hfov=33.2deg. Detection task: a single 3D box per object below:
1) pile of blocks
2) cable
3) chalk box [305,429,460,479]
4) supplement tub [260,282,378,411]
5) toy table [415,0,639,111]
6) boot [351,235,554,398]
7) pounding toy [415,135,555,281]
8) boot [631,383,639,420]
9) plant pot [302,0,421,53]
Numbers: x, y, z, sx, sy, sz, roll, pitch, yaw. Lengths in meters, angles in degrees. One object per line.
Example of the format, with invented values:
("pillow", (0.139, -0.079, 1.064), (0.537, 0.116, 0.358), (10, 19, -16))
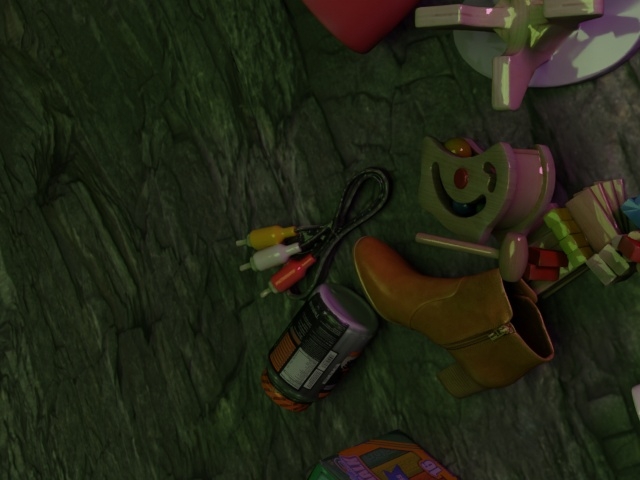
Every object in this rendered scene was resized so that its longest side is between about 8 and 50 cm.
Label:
("pile of blocks", (0.396, -0.010, 1.391), (0.362, 0.113, 0.149), (-10, 88, 33))
("cable", (0.000, 0.000, 1.673), (0.287, 0.072, 0.139), (-31, 82, 30))
("chalk box", (0.063, 0.414, 1.528), (0.180, 0.289, 0.179), (38, 112, 25))
("supplement tub", (-0.006, 0.168, 1.661), (0.117, 0.117, 0.190), (46, 116, 22))
("toy table", (0.276, -0.296, 1.423), (0.274, 0.161, 0.252), (-11, 87, 34))
("boot", (0.188, 0.075, 1.507), (0.295, 0.104, 0.211), (54, 139, 6))
("pounding toy", (0.202, -0.072, 1.432), (0.269, 0.155, 0.154), (47, 130, 52))
("boot", (0.480, 0.262, 1.388), (0.086, 0.069, 0.190), (-28, 86, 24))
("plant pot", (0.080, -0.440, 1.500), (0.243, 0.275, 0.275), (-32, 75, 20))
